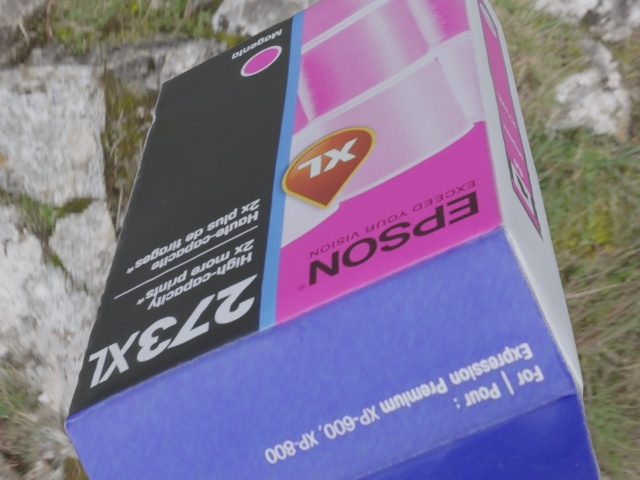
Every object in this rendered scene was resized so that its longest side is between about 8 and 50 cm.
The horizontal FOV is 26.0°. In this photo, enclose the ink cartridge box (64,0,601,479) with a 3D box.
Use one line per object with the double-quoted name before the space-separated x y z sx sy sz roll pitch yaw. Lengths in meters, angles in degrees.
"ink cartridge box" 0.000 0.000 0.563 0.175 0.371 0.069 -25 120 16
